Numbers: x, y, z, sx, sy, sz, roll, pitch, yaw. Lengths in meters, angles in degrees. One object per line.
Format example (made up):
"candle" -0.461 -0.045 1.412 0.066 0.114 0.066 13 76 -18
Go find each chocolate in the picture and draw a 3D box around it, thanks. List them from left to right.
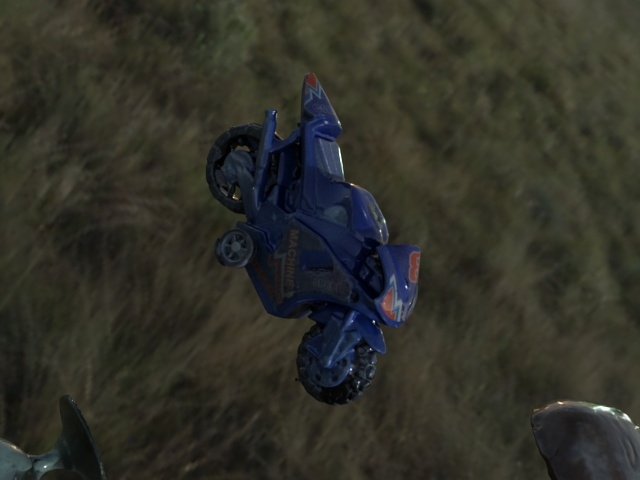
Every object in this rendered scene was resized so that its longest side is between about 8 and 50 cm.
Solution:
"chocolate" 0.269 0.214 1.235 0.157 0.080 0.254 70 14 12

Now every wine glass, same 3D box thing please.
"wine glass" -0.309 0.222 1.150 0.231 0.103 0.103 -21 55 -25

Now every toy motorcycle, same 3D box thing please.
"toy motorcycle" 0.000 0.000 0.864 0.076 0.114 0.205 13 48 -64
